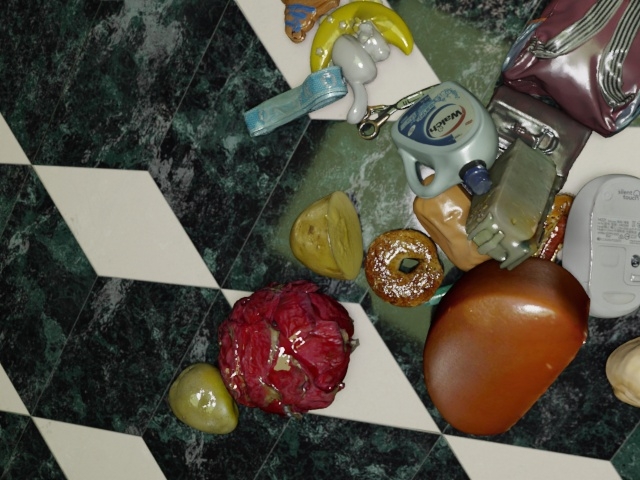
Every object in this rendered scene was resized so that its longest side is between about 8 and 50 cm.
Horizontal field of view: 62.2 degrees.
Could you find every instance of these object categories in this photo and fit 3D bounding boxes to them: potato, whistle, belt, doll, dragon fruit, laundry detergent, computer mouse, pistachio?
[{"bbox_3d":[0.000,0.000,1.250,0.158,0.178,0.204,-13,106,31],"label":"potato"},{"bbox_3d":[0.317,0.117,1.237,0.186,0.039,0.039,-19,90,15],"label":"whistle"},{"bbox_3d":[-0.067,-0.315,1.226,0.302,0.087,0.072,-16,96,38],"label":"belt"},{"bbox_3d":[-0.293,0.416,1.371,0.157,0.157,0.194,-42,97,14],"label":"potato"},{"bbox_3d":[0.083,-0.429,1.212,0.237,0.111,0.252,-41,78,13],"label":"doll"},{"bbox_3d":[-0.083,0.245,1.213,0.329,0.329,0.329,1,95,14],"label":"dragon fruit"},{"bbox_3d":[0.267,-0.189,1.112,0.215,0.105,0.281,-35,46,23],"label":"laundry detergent"},{"bbox_3d":[0.598,0.012,1.113,0.184,0.121,0.297,0,92,-6],"label":"computer mouse"},{"bbox_3d":[0.718,0.265,1.101,0.229,0.157,0.157,-24,89,2],"label":"pistachio"}]

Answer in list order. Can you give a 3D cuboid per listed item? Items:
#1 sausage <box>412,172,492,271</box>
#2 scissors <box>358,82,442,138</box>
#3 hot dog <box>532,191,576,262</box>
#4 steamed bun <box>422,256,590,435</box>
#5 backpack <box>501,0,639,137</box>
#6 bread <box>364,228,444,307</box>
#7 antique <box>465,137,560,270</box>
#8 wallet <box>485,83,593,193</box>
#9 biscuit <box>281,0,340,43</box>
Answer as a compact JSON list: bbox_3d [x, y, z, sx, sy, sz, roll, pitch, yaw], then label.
[{"bbox_3d":[0.301,-0.043,1.181,0.136,0.120,0.241,-39,78,25],"label":"sausage"},{"bbox_3d":[0.183,-0.315,1.245,0.220,0.017,0.088,-22,86,15],"label":"scissors"},{"bbox_3d":[0.476,0.006,1.159,0.131,0.069,0.253,25,101,-22],"label":"hot dog"},{"bbox_3d":[0.349,0.202,1.094,0.248,0.235,0.379,31,126,12],"label":"steamed bun"},{"bbox_3d":[0.556,-0.400,1.050,0.283,0.197,0.317,34,101,11],"label":"backpack"},{"bbox_3d":[0.190,0.065,1.238,0.193,0.064,0.193,-2,83,19],"label":"bread"},{"bbox_3d":[0.376,-0.064,1.062,0.125,0.284,0.150,35,136,-2],"label":"antique"},{"bbox_3d":[0.457,-0.220,1.169,0.229,0.049,0.182,27,98,9],"label":"wallet"},{"bbox_3d":[-0.017,-0.589,1.228,0.183,0.043,0.280,16,88,36],"label":"biscuit"}]
